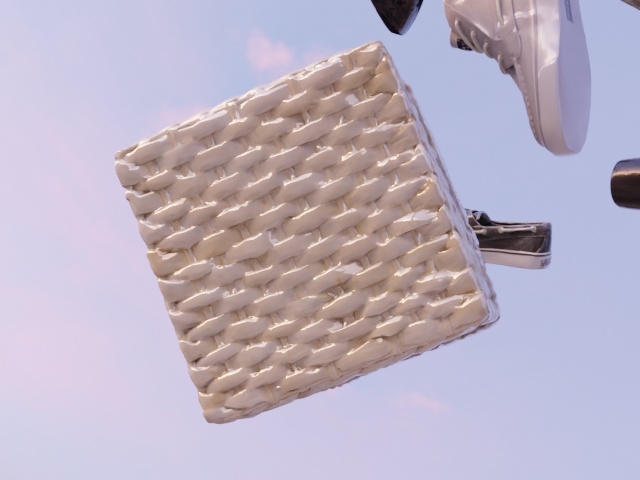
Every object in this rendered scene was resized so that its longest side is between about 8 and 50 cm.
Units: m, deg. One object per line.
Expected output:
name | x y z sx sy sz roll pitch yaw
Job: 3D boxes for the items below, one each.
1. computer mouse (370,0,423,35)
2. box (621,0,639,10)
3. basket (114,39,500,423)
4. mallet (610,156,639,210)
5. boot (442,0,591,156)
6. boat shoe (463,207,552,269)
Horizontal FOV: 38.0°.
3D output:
computer mouse | 0.045 -0.263 0.800 0.060 0.184 0.262 -18 -44 20
box | 0.240 -0.202 0.608 0.102 0.087 0.101 42 9 -39
basket | 0.000 0.000 1.027 0.266 0.331 0.328 20 49 -82
mallet | 0.294 -0.023 0.698 0.189 0.039 0.062 17 -9 -37
boot | 0.191 -0.199 0.925 0.123 0.258 0.095 -10 -15 35
boat shoe | 0.213 -0.010 1.289 0.219 0.078 0.070 6 -77 25
